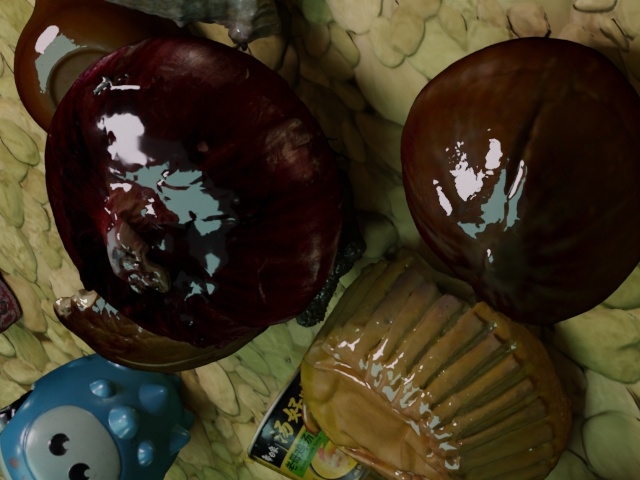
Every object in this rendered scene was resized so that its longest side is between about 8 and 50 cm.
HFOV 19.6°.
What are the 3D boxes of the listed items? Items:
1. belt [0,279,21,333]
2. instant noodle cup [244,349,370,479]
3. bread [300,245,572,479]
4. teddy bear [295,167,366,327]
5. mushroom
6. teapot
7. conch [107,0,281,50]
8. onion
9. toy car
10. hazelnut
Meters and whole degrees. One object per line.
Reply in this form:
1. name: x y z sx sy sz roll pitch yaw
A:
1. belt: -0.453 0.019 2.371 0.071 0.053 0.232 11 129 46
2. instant noodle cup: 0.008 0.199 1.953 0.122 0.151 0.151 31 141 10
3. bread: 0.109 0.149 1.786 0.274 0.149 0.274 32 145 26
4. teddy bear: 0.007 0.001 1.838 0.119 0.078 0.160 49 134 43
5. mushroom: -0.173 0.007 1.970 0.233 0.208 0.302 -4 115 3
6. teapot: -0.203 -0.169 1.885 0.178 0.135 0.252 -30 118 26
7. conch: -0.183 -0.312 1.663 0.297 0.210 0.352 19 131 61
8. onion: -0.133 -0.040 1.732 0.314 0.232 0.314 17 122 30
9. toy car: -0.257 0.226 2.184 0.190 0.255 0.188 -33 89 38
10. hazelnut: 0.171 -0.041 1.497 0.229 0.229 0.229 29 139 29
